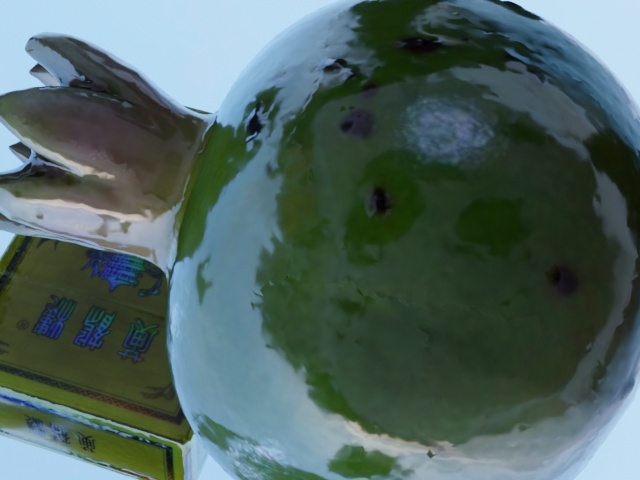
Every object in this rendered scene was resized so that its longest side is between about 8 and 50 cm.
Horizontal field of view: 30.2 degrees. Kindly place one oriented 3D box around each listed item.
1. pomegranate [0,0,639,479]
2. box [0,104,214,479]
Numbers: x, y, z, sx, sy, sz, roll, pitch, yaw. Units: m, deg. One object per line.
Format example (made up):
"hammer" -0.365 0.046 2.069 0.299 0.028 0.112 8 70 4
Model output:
"pomegranate" 0.001 -0.002 0.395 0.225 0.187 0.187 17 -130 -3
"box" -0.099 0.019 0.671 0.140 0.064 0.220 15 -130 8
